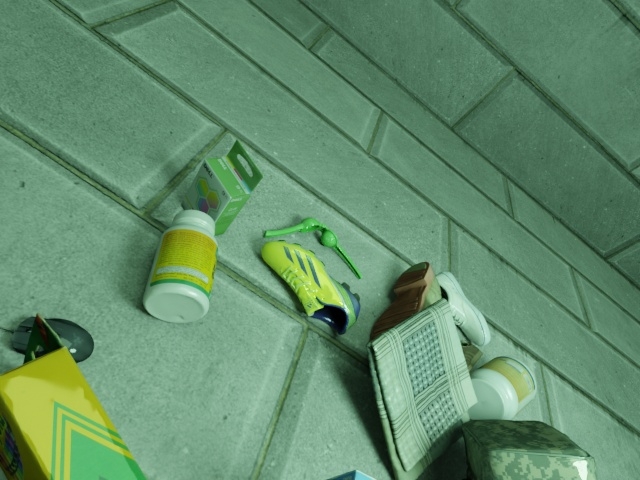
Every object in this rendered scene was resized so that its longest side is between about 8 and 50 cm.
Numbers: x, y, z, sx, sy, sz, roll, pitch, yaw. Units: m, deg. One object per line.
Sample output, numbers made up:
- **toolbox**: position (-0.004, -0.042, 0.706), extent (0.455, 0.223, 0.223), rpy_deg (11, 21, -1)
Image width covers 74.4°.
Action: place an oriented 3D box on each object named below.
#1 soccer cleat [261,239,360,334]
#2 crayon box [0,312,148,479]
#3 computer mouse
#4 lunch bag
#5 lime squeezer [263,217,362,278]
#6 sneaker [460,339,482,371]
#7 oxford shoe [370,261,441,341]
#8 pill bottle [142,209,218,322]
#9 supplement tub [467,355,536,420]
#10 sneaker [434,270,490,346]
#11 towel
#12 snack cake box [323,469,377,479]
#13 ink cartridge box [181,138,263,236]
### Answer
- **soccer cleat**: position (-0.027, 0.110, 0.999), extent (0.289, 0.093, 0.121), rpy_deg (39, 46, -7)
- **crayon box**: position (-0.313, 0.272, 0.513), extent (0.319, 0.202, 0.081), rpy_deg (52, 39, 10)
- **computer mouse**: position (-0.465, 0.127, 0.633), extent (0.241, 0.041, 0.071), rpy_deg (25, 44, -23)
- **lunch bag**: position (0.404, 0.518, 0.837), extent (0.305, 0.212, 0.257), rpy_deg (55, 33, -76)
- **lime squeezer**: position (0.000, 0.000, 1.147), extent (0.310, 0.059, 0.110), rpy_deg (26, 42, -24)
- **sneaker**: position (0.398, 0.345, 1.203), extent (0.071, 0.066, 0.188), rpy_deg (41, 30, 23)
- **oxford shoe**: position (0.253, 0.218, 1.119), extent (0.147, 0.140, 0.397), rpy_deg (54, 44, -13)
- **pill bottle**: position (-0.264, 0.044, 0.825), extent (0.117, 0.117, 0.209), rpy_deg (22, 43, -26)
- **supplement tub**: position (0.479, 0.406, 1.141), extent (0.199, 0.144, 0.145), rpy_deg (-5, 60, -44)
- **sneaker**: position (0.421, 0.221, 1.316), extent (0.091, 0.094, 0.258), rpy_deg (-17, 63, -28)
- **towel**: position (0.244, 0.330, 0.956), extent (0.312, 0.056, 0.325), rpy_deg (-16, 94, -43)
- **snack cake box**: position (-0.007, 0.439, 0.583), extent (0.089, 0.264, 0.152), rpy_deg (34, 39, -16)
- **ink cartridge box**: position (-0.221, -0.108, 0.923), extent (0.062, 0.209, 0.109), rpy_deg (-20, 70, -49)
